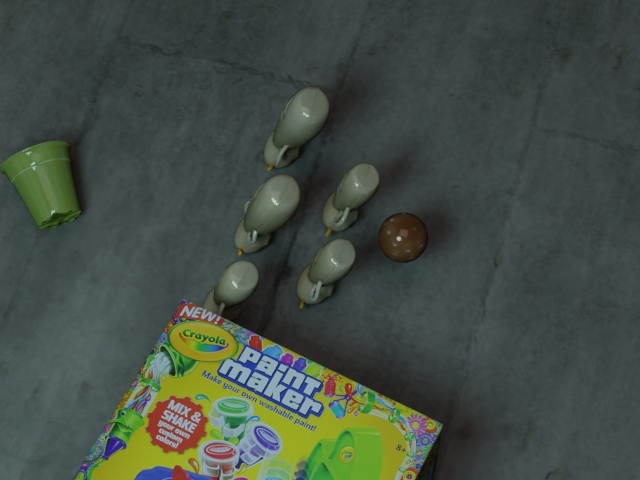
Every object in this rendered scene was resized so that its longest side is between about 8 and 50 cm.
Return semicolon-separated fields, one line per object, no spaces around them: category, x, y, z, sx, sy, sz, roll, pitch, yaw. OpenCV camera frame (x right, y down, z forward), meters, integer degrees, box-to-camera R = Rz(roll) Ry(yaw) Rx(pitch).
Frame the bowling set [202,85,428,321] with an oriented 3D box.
bowling set;0.000;0.000;1.798;0.199;0.154;0.287;27;65;-7

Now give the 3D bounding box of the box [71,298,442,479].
box;-0.072;0.262;1.634;0.290;0.177;0.279;24;66;12

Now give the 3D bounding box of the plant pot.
plant pot;-0.303;-0.057;1.853;0.083;0.083;0.079;-21;79;-9
